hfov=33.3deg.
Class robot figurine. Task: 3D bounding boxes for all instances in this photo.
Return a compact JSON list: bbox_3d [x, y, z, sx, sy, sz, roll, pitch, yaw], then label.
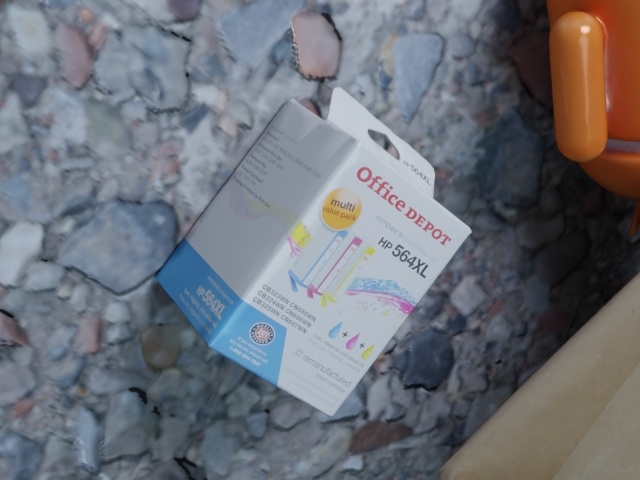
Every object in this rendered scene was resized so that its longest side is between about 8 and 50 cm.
[{"bbox_3d":[0.194,-0.115,0.596,0.128,0.158,0.219,-5,119,18],"label":"robot figurine"}]

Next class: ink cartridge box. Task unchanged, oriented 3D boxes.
[{"bbox_3d":[0.000,0.000,0.570,0.092,0.090,0.143,35,93,-32],"label":"ink cartridge box"}]

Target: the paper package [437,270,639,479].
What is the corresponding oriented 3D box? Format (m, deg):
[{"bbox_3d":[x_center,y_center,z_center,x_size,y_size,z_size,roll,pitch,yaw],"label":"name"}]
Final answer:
[{"bbox_3d":[0.250,0.103,0.620,0.325,0.168,0.309,-44,156,-4],"label":"paper package"}]
